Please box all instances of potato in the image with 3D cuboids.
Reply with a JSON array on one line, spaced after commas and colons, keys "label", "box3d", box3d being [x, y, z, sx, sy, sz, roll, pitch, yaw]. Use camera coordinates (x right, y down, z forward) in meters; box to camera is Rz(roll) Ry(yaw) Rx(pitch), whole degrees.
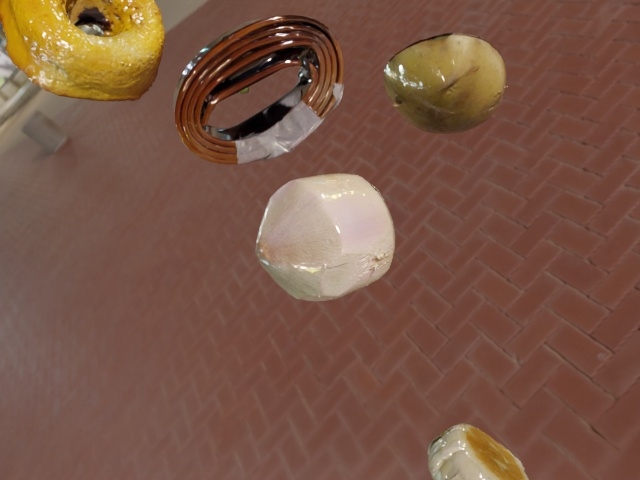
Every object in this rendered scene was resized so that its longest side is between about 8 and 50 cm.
[{"label": "potato", "box3d": [0.246, -0.282, 1.190, 0.238, 0.299, 0.116, -6, 74, 23]}]

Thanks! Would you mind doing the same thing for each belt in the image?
[{"label": "belt", "box3d": [-0.092, -0.218, 0.884, 0.261, 0.184, 0.105, -28, 23, -5]}]

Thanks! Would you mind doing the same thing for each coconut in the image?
[{"label": "coconut", "box3d": [0.000, 0.000, 1.001, 0.224, 0.224, 0.234, -10, 10, 46]}]

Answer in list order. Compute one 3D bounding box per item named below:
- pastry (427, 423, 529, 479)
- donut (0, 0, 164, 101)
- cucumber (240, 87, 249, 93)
[{"label": "pastry", "box3d": [0.232, 0.344, 0.889, 0.088, 0.165, 0.166, -53, 29, 20]}, {"label": "donut", "box3d": [-0.366, -0.332, 0.949, 0.118, 0.253, 0.254, -37, 30, 51]}, {"label": "cucumber", "box3d": [-0.204, -0.356, 1.358, 0.220, 0.070, 0.046, 32, 114, 53]}]
